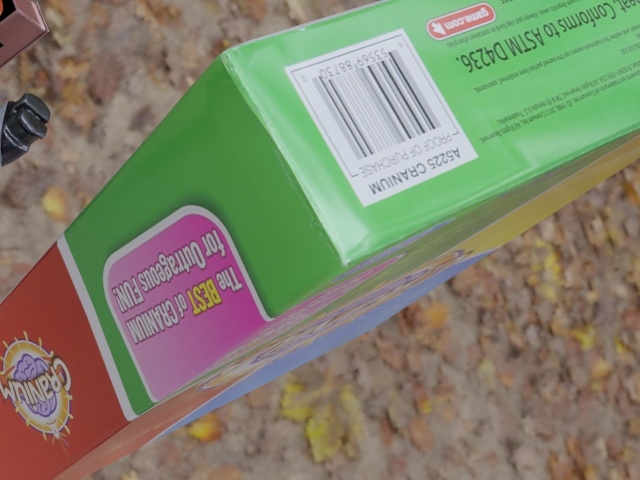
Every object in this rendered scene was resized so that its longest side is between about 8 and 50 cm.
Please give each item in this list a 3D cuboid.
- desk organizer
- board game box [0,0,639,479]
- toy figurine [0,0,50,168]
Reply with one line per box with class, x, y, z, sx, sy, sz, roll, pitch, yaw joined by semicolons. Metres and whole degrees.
desk organizer;-0.364;-0.215;1.458;0.050;0.130;0.047;35;25;-55
board game box;0.000;0.000;0.522;0.242;0.316;0.064;-24;81;-37
toy figurine;-0.389;-0.146;1.293;0.209;0.148;0.213;64;25;3
